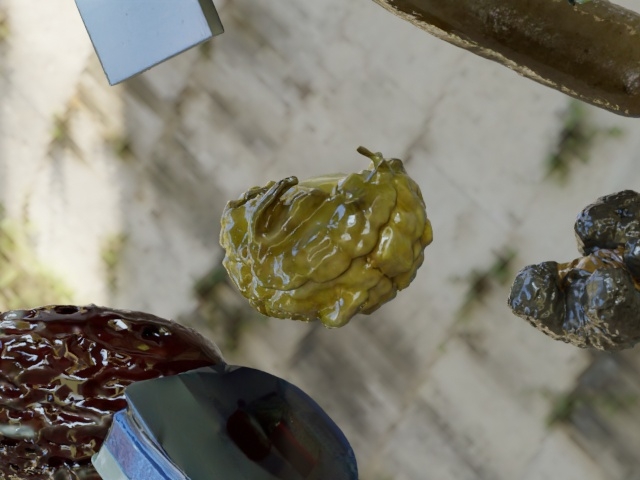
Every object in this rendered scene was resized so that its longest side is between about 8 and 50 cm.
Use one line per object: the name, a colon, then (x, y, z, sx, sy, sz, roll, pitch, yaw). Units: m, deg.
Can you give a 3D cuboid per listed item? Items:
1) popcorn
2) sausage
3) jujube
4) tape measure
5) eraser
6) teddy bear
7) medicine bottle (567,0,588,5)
popcorn: (0.000, 0.000, 2.231, 0.250, 0.190, 0.250, -24, 14, 7)
sausage: (0.196, -0.266, 2.171, 0.501, 0.136, 0.123, 23, -86, -19)
jujube: (-0.275, 0.210, 2.425, 0.376, 0.258, 0.258, 13, -53, -17)
tape measure: (-0.095, 0.271, 2.209, 0.262, 0.259, 0.138, -19, -30, -49)
eraser: (-0.175, -0.229, 1.940, 0.150, 0.104, 0.023, -21, 2, 36)
teddy bear: (0.313, 0.030, 2.092, 0.140, 0.177, 0.190, 36, -117, -29)
medicine bottle: (0.275, -0.358, 1.804, 0.141, 0.250, 0.137, -15, -48, 28)
